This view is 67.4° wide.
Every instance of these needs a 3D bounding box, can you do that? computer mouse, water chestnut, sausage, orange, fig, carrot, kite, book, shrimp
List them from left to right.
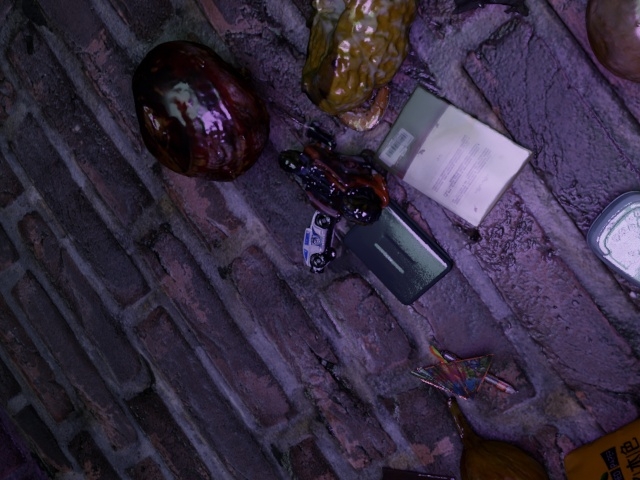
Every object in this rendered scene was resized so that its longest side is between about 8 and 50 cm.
[{"bbox_3d":[-0.257,-0.306,1.113,0.350,0.302,0.350,30,146,23],"label":"water chestnut"},{"bbox_3d":[0.073,-0.344,1.096,0.195,0.035,0.147,36,111,11],"label":"shrimp"},{"bbox_3d":[0.080,-0.429,0.943,0.211,0.271,0.368,6,113,-11],"label":"orange"},{"bbox_3d":[0.281,-0.184,1.055,0.289,0.026,0.201,36,112,10],"label":"book"},{"bbox_3d":[0.322,0.312,1.135,0.183,0.014,0.241,49,134,-8],"label":"kite"},{"bbox_3d":[0.371,0.311,1.131,0.198,0.025,0.028,26,118,15],"label":"sausage"},{"bbox_3d":[0.395,0.524,1.129,0.290,0.191,0.190,51,120,45],"label":"fig"},{"bbox_3d":[0.535,-0.359,0.750,0.224,0.341,0.224,7,108,22],"label":"carrot"},{"bbox_3d":[0.669,0.030,0.916,0.288,0.097,0.159,40,115,21],"label":"computer mouse"}]

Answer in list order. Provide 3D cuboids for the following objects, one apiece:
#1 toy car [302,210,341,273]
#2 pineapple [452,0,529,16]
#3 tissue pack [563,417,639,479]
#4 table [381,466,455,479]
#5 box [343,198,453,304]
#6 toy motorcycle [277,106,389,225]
[{"bbox_3d":[0.000,0.000,1.178,0.070,0.080,0.170,14,107,20],"label":"toy car"},{"bbox_3d":[0.278,-0.559,0.891,0.223,0.223,0.357,-31,100,24],"label":"pineapple"},{"bbox_3d":[0.648,0.523,0.879,0.293,0.382,0.228,-42,87,23],"label":"tissue pack"},{"bbox_3d":[0.222,0.751,1.148,0.196,0.282,0.250,-2,102,21],"label":"table"},{"bbox_3d":[0.181,0.025,1.128,0.230,0.050,0.160,46,114,6],"label":"box"},{"bbox_3d":[0.014,-0.170,1.095,0.401,0.207,0.134,37,127,28],"label":"toy motorcycle"}]
